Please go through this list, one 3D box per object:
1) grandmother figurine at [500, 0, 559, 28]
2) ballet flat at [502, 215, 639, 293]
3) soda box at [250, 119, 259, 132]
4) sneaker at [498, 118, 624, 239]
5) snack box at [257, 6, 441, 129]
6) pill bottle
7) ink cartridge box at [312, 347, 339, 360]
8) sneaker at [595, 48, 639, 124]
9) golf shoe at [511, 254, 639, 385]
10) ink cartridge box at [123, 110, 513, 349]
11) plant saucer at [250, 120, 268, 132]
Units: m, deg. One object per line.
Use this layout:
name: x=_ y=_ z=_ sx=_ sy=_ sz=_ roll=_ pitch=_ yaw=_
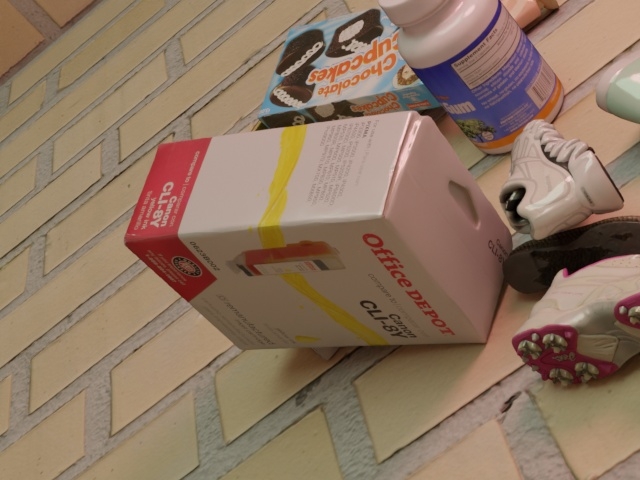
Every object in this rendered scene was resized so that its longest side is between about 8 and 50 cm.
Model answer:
grandmother figurine: x=0.194 y=-0.294 z=2.101 sx=0.342 sy=0.104 sz=0.208 roll=-38 pitch=19 yaw=5
ballet flat: x=0.316 y=0.013 z=1.553 sx=0.250 sy=0.084 sz=0.058 roll=-16 pitch=15 yaw=48
soda box: x=-0.067 y=-0.156 z=2.256 sx=0.083 sy=0.092 sz=0.263 roll=1 pitch=50 yaw=56
sneaker: x=0.261 y=-0.070 z=1.633 sx=0.118 sy=0.110 sz=0.292 roll=-35 pitch=10 yaw=3
snack box: x=0.065 y=-0.268 z=2.077 sx=0.322 sy=0.060 sz=0.187 roll=-7 pitch=53 yaw=38
pill bottle: x=0.200 y=-0.259 z=1.854 sx=0.152 sy=0.272 sz=0.152 roll=-32 pitch=29 yaw=21
ink cartridge box: x=0.016 y=0.094 z=1.849 sx=0.122 sy=0.052 sz=0.088 roll=-46 pitch=27 yaw=-6
sneaker: x=0.474 y=-0.206 z=1.640 sx=0.256 sy=0.094 sz=0.151 roll=-37 pitch=48 yaw=-16
golf shoe: x=0.340 y=0.059 z=1.412 sx=0.306 sy=0.115 sz=0.140 roll=-14 pitch=37 yaw=42
ink cartridge box: x=0.000 y=0.000 z=1.677 sx=0.385 sy=0.279 sz=0.160 roll=-5 pitch=53 yaw=34
plant saucer: x=-0.034 y=-0.120 z=2.146 sx=0.188 sy=0.045 sz=0.188 roll=25 pitch=67 yaw=24
